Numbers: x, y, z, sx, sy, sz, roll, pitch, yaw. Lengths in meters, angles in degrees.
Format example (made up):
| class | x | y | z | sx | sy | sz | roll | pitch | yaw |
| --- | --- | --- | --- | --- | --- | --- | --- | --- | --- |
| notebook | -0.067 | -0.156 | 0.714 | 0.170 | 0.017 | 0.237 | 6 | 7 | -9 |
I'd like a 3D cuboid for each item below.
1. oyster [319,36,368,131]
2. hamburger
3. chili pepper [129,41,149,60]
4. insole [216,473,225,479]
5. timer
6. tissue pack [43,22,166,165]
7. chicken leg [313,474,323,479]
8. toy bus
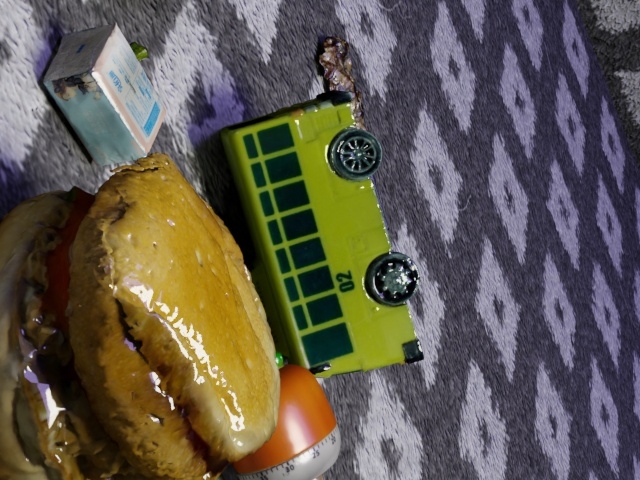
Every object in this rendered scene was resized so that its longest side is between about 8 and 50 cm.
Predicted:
| class | x | y | z | sx | sy | sz | roll | pitch | yaw |
| --- | --- | --- | --- | --- | --- | --- | --- | --- | --- |
| oyster | 0.032 | -0.171 | 1.913 | 0.132 | 0.029 | 0.086 | 63 | 25 | -27 |
| hamburger | -0.143 | 0.068 | 1.171 | 0.244 | 0.163 | 0.244 | 53 | 25 | -38 |
| chili pepper | -0.166 | -0.147 | 1.416 | 0.083 | 0.022 | 0.027 | -79 | 148 | -53 |
| insole | -0.095 | 0.218 | 1.403 | 0.119 | 0.009 | 0.348 | -57 | 130 | -61 |
| timer | -0.043 | 0.153 | 1.457 | 0.136 | 0.099 | 0.136 | 60 | 3 | -6 |
| tissue pack | -0.171 | -0.116 | 1.333 | 0.094 | 0.059 | 0.074 | 62 | 29 | -34 |
| chicken leg | 0.004 | 0.286 | 1.523 | 0.125 | 0.080 | 0.196 | 49 | 30 | -48 |
| toy bus | 0.000 | 0.000 | 1.568 | 0.128 | 0.150 | 0.262 | -143 | -144 | -81 |
